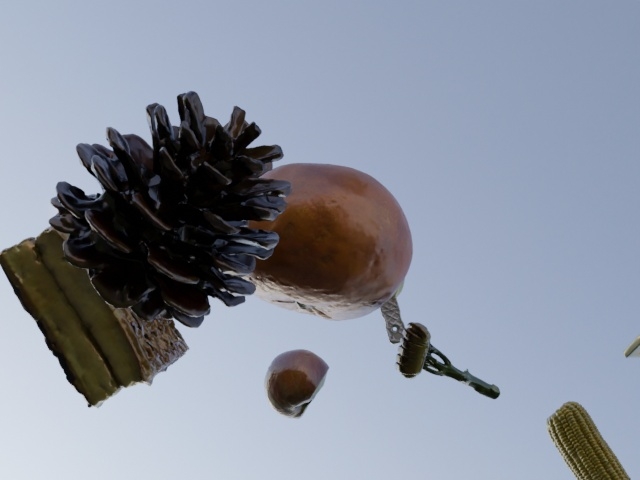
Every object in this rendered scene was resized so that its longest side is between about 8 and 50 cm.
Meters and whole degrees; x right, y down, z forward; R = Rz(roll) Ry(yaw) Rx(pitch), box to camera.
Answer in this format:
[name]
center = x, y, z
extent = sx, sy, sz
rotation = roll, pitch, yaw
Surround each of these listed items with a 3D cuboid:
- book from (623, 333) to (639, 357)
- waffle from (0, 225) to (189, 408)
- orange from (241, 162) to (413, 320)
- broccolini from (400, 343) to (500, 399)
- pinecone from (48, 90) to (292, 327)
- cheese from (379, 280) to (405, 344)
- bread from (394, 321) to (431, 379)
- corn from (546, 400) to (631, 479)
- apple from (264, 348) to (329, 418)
[book]
center = 0.667, 0.127, 1.218
extent = 0.296, 0.020, 0.208
rotation = 1, -41, -16
[waffle]
center = -0.266, 0.085, 0.939
extent = 0.091, 0.308, 0.213
rotation = -32, -91, -3
[orange]
center = 0.000, 0.000, 1.140
extent = 0.284, 0.284, 0.226
rotation = 6, -102, 25
[broccolini]
center = 0.238, 0.227, 1.362
extent = 0.216, 0.058, 0.067
rotation = 25, -53, -21
[pinecone]
center = -0.121, -0.034, 0.654
extent = 0.208, 0.208, 0.207
rotation = 14, -55, 20
[cheese]
center = 0.140, 0.108, 1.628
extent = 0.127, 0.255, 0.050
rotation = -13, -32, -4
[bread]
center = 0.137, 0.167, 1.139
extent = 0.049, 0.034, 0.088
rotation = 24, -80, 47
[corn]
center = 0.418, 0.334, 1.171
extent = 0.085, 0.063, 0.165
rotation = -51, -127, 28
[apple]
center = -0.068, 0.376, 1.977
extent = 0.160, 0.173, 0.195
rotation = 15, -42, -3
